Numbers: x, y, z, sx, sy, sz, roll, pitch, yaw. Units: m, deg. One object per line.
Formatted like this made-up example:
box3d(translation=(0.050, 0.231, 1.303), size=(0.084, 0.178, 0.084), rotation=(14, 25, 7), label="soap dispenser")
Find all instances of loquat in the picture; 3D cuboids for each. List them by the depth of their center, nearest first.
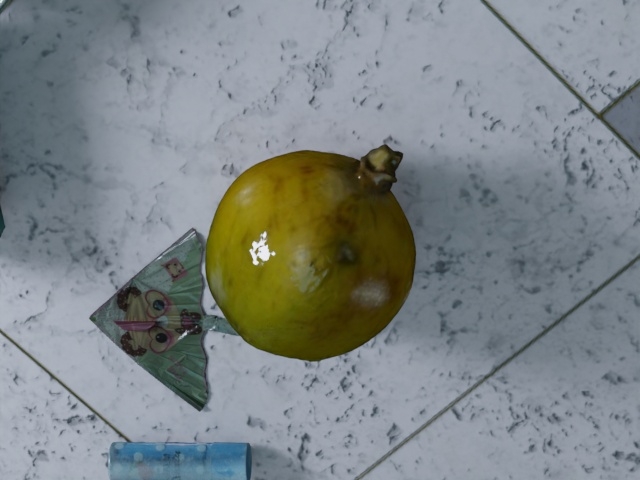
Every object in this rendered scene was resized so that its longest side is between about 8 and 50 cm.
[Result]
box3d(translation=(0.000, 0.000, 1.849), size=(0.213, 0.213, 0.246), rotation=(33, 114, -11), label="loquat")

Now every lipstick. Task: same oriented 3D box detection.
box3d(translation=(-0.158, 0.250, 2.068), size=(0.158, 0.048, 0.048), rotation=(0, 116, 6), label="lipstick")

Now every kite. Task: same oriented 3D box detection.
box3d(translation=(-0.130, 0.090, 2.009), size=(0.250, 0.012, 0.229), rotation=(3, 118, 2), label="kite")

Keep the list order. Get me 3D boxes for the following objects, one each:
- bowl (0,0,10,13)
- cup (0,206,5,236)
box3d(translation=(-0.423, -0.333, 1.715), size=(0.307, 0.163, 0.307), rotation=(-8, 131, -9), label="bowl")
box3d(translation=(-0.411, -0.092, 1.878), size=(0.148, 0.134, 0.235), rotation=(-6, 117, 11), label="cup")
